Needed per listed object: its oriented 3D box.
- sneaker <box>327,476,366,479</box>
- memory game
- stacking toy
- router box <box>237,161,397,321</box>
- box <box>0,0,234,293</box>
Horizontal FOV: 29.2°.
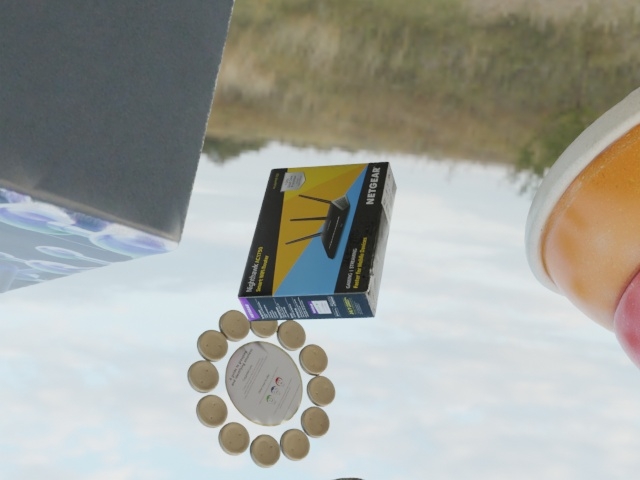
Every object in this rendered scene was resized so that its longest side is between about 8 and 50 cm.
[{"bbox_3d":[-0.042,0.411,1.670,0.299,0.121,0.112,-16,-171,-28],"label":"sneaker"},{"bbox_3d":[-0.064,0.162,1.368,0.186,0.186,0.012,2,158,-32],"label":"memory game"},{"bbox_3d":[0.440,0.093,1.159,0.350,0.351,0.480,2,-133,-33],"label":"stacking toy"},{"bbox_3d":[0.000,0.000,1.250,0.133,0.046,0.179,-3,-133,17],"label":"router box"},{"bbox_3d":[-0.257,-0.110,0.626,0.293,0.212,0.395,19,164,-28],"label":"box"}]
